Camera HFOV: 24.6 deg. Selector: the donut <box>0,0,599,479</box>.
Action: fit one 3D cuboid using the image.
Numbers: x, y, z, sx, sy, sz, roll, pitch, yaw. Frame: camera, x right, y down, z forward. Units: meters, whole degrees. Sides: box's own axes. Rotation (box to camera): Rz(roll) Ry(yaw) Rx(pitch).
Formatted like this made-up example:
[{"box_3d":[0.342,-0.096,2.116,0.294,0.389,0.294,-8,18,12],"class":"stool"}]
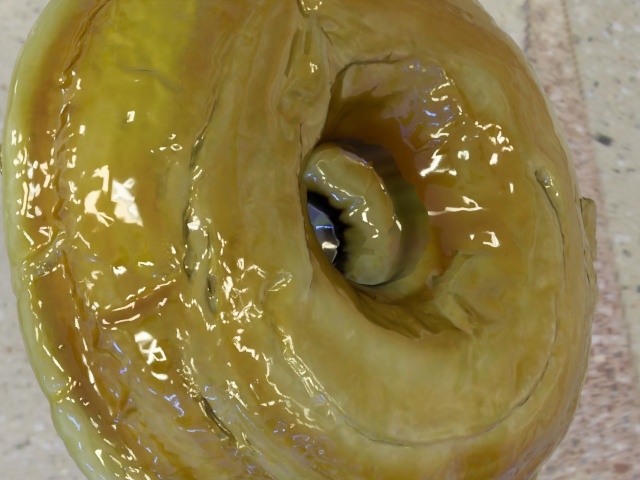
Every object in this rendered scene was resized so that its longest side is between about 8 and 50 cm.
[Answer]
[{"box_3d":[0.000,0.000,0.928,0.198,0.449,0.448,-23,76,50],"class":"donut"}]
